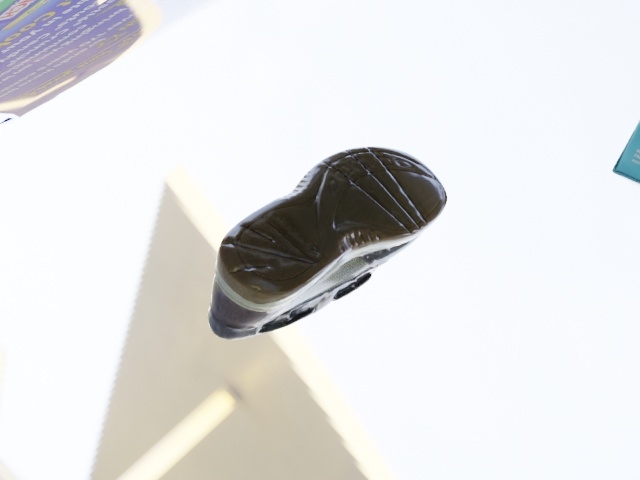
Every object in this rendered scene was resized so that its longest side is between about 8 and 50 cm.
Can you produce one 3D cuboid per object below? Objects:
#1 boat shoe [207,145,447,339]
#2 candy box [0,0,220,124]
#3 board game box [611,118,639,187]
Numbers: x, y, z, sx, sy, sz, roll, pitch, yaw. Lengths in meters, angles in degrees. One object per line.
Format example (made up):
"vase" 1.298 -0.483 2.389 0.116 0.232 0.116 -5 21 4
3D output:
"boat shoe" 0.000 0.000 0.770 0.056 0.152 0.049 49 -47 15
"candy box" -0.122 -0.125 0.586 0.268 0.317 0.122 -27 -91 25
"board game box" 0.421 -0.149 1.319 0.254 0.336 0.079 29 5 35
